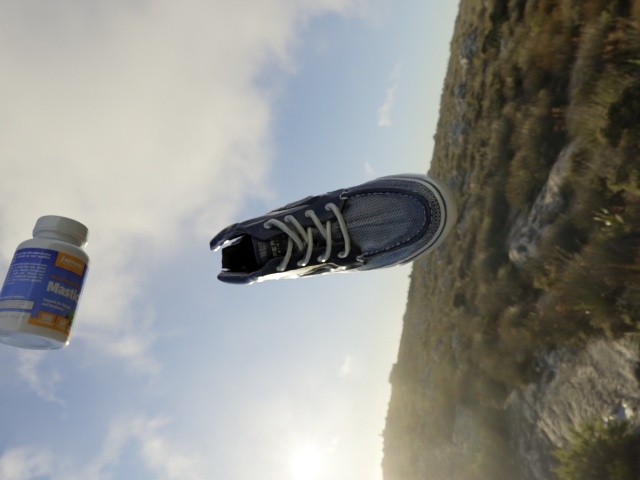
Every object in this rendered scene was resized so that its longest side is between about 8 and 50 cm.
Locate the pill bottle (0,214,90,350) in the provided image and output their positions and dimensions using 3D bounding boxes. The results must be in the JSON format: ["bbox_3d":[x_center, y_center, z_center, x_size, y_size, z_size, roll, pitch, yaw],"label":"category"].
[{"bbox_3d":[-0.594,0.088,1.019,0.152,0.152,0.272,78,-168,-62],"label":"pill bottle"}]

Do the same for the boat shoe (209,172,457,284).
[{"bbox_3d":[0.000,0.000,0.628,0.158,0.340,0.127,-16,-91,-50],"label":"boat shoe"}]
